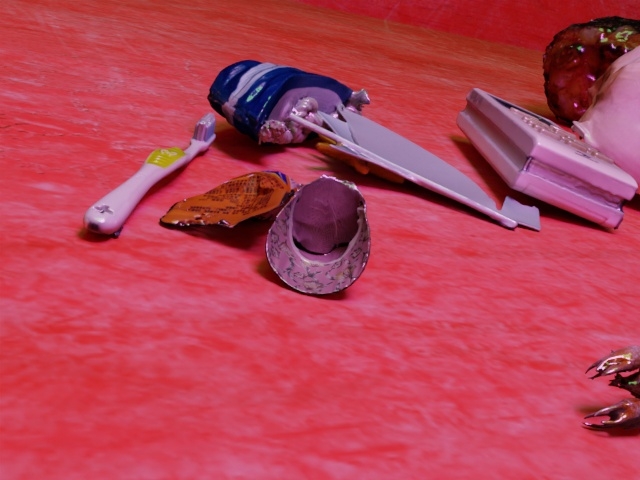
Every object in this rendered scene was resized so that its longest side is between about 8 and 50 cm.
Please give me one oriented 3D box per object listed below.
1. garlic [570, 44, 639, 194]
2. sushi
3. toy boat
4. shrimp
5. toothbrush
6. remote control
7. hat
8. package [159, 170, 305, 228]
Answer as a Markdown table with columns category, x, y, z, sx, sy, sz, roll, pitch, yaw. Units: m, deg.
| category | x | y | z | sx | sy | sz | roll | pitch | yaw |
| --- | --- | --- | --- | --- | --- | --- | --- | --- | --- |
| garlic | 0.401 | -0.132 | 0.994 | 0.203 | 0.184 | 0.281 | 41 | 18 | 3 |
| sushi | 0.493 | -0.209 | 1.322 | 0.343 | 0.196 | 0.182 | 19 | 37 | 30 |
| toy boat | 0.058 | -0.082 | 0.782 | 0.291 | 0.067 | 0.220 | 23 | 17 | 15 |
| shrimp | 0.161 | 0.070 | 0.445 | 0.092 | 0.038 | 0.029 | 0 | -20 | -35 |
| toothbrush | -0.106 | -0.046 | 0.613 | 0.022 | 0.026 | 0.263 | 15 | 21 | 2 |
| remote control | 0.213 | -0.092 | 0.906 | 0.103 | 0.055 | 0.277 | 22 | 17 | -9 |
| hat | 0.000 | 0.003 | 0.531 | 0.058 | 0.042 | 0.087 | 7 | 52 | 2 |
| package | -0.045 | -0.027 | 0.580 | 0.077 | 0.033 | 0.111 | 14 | 14 | 18 |
